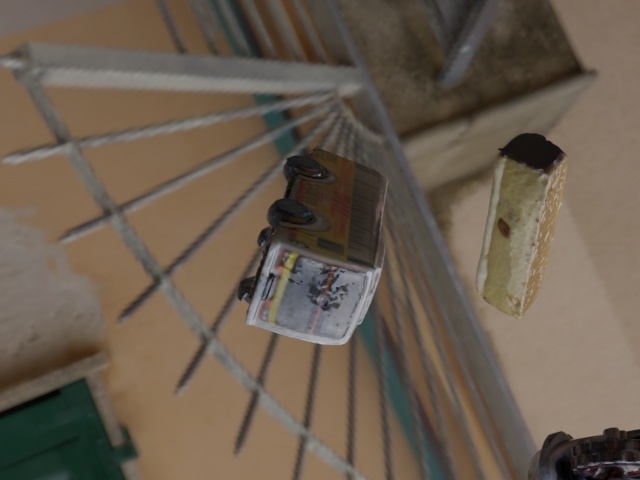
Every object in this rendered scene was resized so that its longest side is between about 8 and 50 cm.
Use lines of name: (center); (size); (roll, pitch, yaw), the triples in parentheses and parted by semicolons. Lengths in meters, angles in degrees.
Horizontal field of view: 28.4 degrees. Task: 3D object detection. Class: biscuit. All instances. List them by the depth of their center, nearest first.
biscuit: (0.173, -0.011, 1.107); (0.052, 0.056, 0.188); (-47, 152, -37)

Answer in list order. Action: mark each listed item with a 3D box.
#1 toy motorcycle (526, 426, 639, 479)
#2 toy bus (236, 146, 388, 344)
toy motorcycle: (0.241, 0.186, 0.961); (0.122, 0.080, 0.215); (-17, 153, 40)
toy bus: (0.000, 0.000, 1.073); (0.268, 0.106, 0.092); (-75, -176, -69)
